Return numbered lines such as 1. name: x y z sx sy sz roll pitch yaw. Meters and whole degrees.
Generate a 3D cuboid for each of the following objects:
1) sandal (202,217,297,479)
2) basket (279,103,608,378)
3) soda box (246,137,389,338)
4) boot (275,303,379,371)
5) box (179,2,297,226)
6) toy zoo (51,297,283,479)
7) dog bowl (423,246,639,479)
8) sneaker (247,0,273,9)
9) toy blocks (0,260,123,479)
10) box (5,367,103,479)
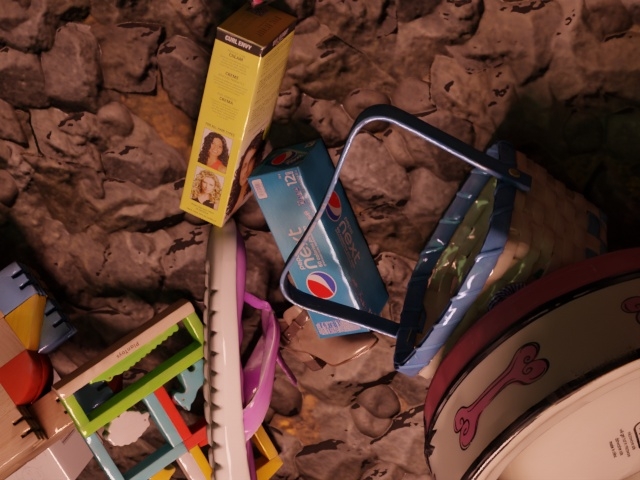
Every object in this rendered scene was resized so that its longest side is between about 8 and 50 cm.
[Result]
1. sandal: -0.081 0.166 1.707 0.102 0.169 0.416 -4 112 -10
2. basket: 0.129 0.011 1.482 0.289 0.201 0.254 23 128 -3
3. soda box: 0.000 0.000 1.615 0.067 0.071 0.210 -10 115 29
4. boot: -0.001 0.103 1.700 0.118 0.042 0.087 -26 105 34
5. box: -0.089 -0.132 1.565 0.058 0.087 0.232 24 128 12
6. toy zoo: -0.170 0.242 1.784 0.293 0.192 0.030 61 162 -19
7. dog bowl: 0.282 0.171 1.434 0.408 0.150 0.408 -14 139 -12
8. sneaker: -0.056 -0.291 1.483 0.057 0.047 0.119 38 128 23
9. toy blocks: -0.419 0.133 1.788 0.261 0.191 0.381 -37 81 -1
10. box: -0.399 0.260 1.946 0.170 0.091 0.130 -18 112 31
